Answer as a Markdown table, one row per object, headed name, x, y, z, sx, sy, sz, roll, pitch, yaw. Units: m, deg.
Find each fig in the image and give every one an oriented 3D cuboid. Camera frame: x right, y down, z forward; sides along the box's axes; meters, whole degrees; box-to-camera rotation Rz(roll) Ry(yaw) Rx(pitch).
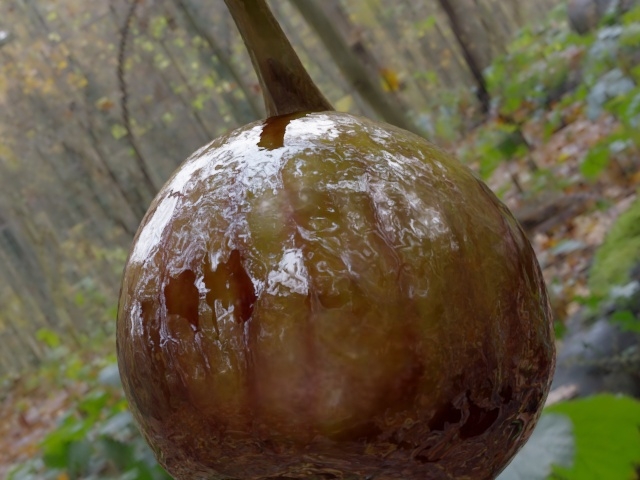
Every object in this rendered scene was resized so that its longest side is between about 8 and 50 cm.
| name | x | y | z | sx | sy | sz | roll | pitch | yaw |
| --- | --- | --- | --- | --- | --- | --- | --- | --- | --- |
| fig | 0.002 | 0.007 | 0.521 | 0.175 | 0.207 | 0.175 | -5 | -33 | -3 |
